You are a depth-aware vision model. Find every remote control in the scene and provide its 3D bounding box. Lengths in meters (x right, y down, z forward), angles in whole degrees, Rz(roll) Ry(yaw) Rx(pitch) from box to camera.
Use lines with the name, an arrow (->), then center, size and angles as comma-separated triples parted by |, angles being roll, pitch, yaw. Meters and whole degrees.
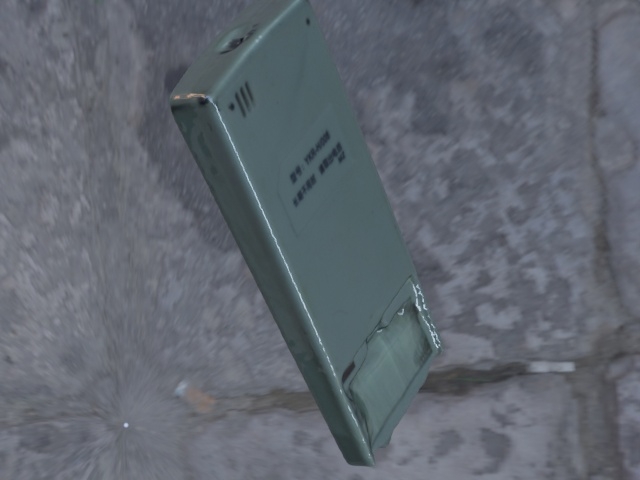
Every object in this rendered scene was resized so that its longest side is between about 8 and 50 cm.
remote control -> 0.000, 0.000, 0.982 | 0.123, 0.038, 0.285 | -55, 133, -40
